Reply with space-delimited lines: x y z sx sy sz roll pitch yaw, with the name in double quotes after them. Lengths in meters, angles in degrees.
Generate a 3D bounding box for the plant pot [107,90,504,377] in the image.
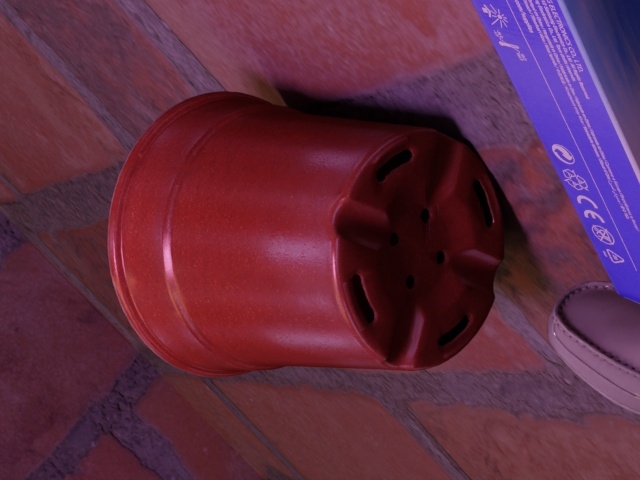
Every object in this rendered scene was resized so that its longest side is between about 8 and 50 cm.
0.000 0.000 1.304 0.265 0.272 0.272 4 138 48 "plant pot"

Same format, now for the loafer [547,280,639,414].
0.310 0.087 1.098 0.320 0.112 0.111 17 145 35 "loafer"

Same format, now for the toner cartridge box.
0.179 -0.125 0.789 0.075 0.165 0.348 26 157 48 "toner cartridge box"
